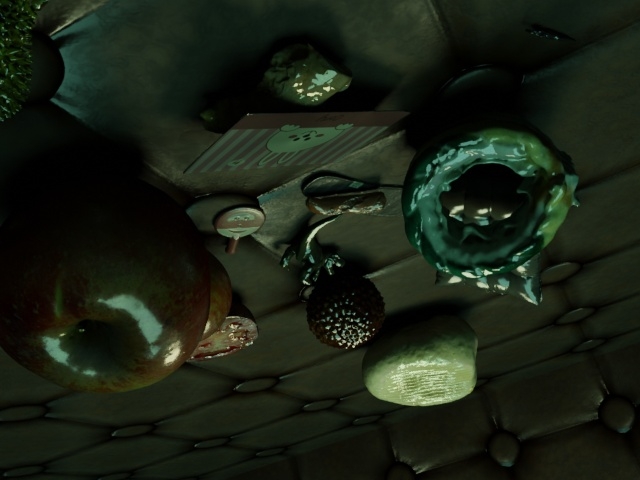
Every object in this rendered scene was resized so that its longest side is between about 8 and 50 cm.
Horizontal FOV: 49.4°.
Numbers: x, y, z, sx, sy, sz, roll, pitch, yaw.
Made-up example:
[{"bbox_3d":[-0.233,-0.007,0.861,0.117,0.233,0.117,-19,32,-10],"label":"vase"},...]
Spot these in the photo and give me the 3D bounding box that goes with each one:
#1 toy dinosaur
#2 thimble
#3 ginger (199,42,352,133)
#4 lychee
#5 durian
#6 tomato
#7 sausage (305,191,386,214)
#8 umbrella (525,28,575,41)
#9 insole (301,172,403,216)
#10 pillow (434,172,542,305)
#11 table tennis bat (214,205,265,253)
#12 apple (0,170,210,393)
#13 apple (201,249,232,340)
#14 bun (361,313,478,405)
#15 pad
[{"bbox_3d":[0.000,0.000,1.444,0.179,0.087,0.187,-58,159,9],"label":"toy dinosaur"},{"bbox_3d":[0.278,-0.078,1.160,0.288,0.254,0.167,-20,-165,22],"label":"thimble"},{"bbox_3d":[-0.058,-0.194,0.981,0.213,0.074,0.137,-32,144,23],"label":"ginger"},{"bbox_3d":[0.054,0.151,1.599,0.188,0.188,0.188,-11,153,-6],"label":"lychee"},{"bbox_3d":[-0.392,-0.200,0.783,0.137,0.096,0.221,7,140,-37],"label":"durian"},{"bbox_3d":[-0.255,0.199,1.628,0.224,0.085,0.225,-10,150,-6],"label":"tomato"},{"bbox_3d":[0.046,-0.068,1.289,0.157,0.042,0.036,-3,-171,-18],"label":"sausage"},{"bbox_3d":[0.339,-0.304,1.029,0.122,0.022,0.013,-5,128,-40],"label":"umbrella"},{"bbox_3d":[0.093,-0.083,1.336,0.309,0.012,0.110,11,145,-42],"label":"insole"},{"bbox_3d":[0.339,-0.009,1.380,0.227,0.101,0.326,7,140,16],"label":"pillow"},{"bbox_3d":[-0.159,-0.021,1.328,0.098,0.019,0.155,-3,148,-21],"label":"table tennis bat"},{"bbox_3d":[-0.333,0.063,1.065,0.348,0.277,0.349,1,127,1],"label":"apple"},{"bbox_3d":[-0.262,0.096,1.310,0.188,0.188,0.174,-16,144,4],"label":"apple"},{"bbox_3d":[0.301,0.346,2.054,0.360,0.213,0.361,-3,139,-2],"label":"bun"},{"bbox_3d":[-0.033,-0.147,1.043,0.299,0.005,0.202,-9,167,-39],"label":"pad"}]
